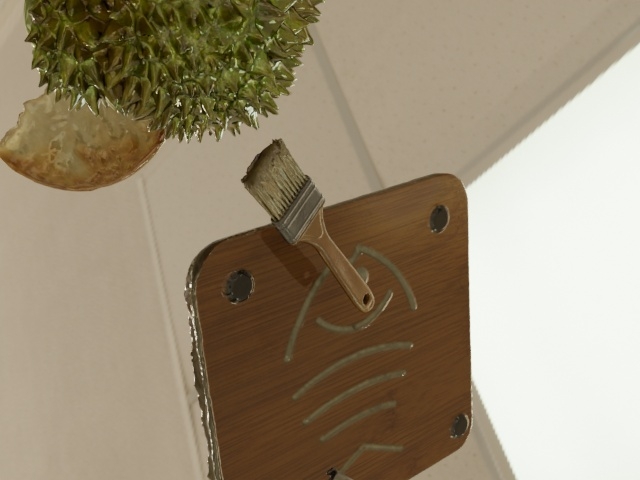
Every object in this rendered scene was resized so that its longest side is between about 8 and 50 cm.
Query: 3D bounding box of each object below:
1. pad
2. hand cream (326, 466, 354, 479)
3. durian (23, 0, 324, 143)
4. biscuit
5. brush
[{"bbox_3d":[0.027,0.102,0.671,0.018,0.287,0.284,18,-60,49],"label":"pad"},{"bbox_3d":[-0.035,0.249,0.436,0.257,0.050,0.084,-52,-143,-13],"label":"hand cream"},{"bbox_3d":[-0.087,-0.170,0.555,0.237,0.177,0.200,-83,-169,-66],"label":"durian"},{"bbox_3d":[-0.348,-0.199,1.285,0.309,0.204,0.040,-49,-159,5],"label":"biscuit"},{"bbox_3d":[0.000,0.000,0.561,0.014,0.170,0.043,14,-119,41],"label":"brush"}]
